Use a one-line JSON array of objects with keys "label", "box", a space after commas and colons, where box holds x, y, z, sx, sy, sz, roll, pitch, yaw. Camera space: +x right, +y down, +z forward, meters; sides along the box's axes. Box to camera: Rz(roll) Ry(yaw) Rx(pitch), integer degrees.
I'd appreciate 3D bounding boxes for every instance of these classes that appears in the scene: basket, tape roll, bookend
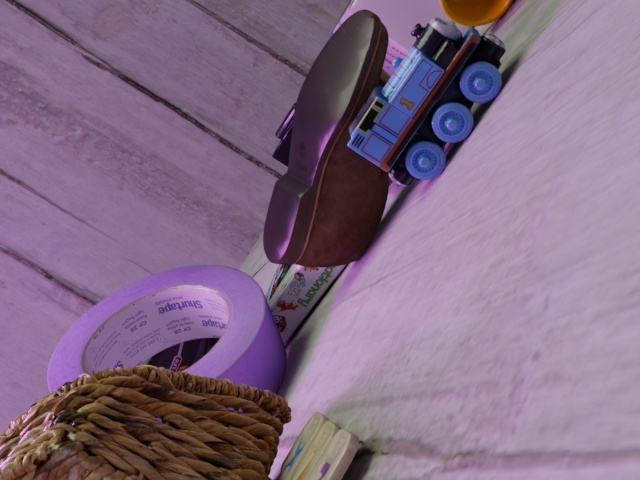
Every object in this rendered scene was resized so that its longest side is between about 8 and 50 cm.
[{"label": "basket", "box": [-0.194, 0.238, 0.820, 0.299, 0.214, 0.223, -55, 7, 23]}, {"label": "tape roll", "box": [-0.184, 0.146, 1.185, 0.275, 0.090, 0.274, -14, 31, 9]}, {"label": "bookend", "box": [-0.011, -0.130, 1.620, 0.072, 0.157, 0.156, -54, 7, 34]}]

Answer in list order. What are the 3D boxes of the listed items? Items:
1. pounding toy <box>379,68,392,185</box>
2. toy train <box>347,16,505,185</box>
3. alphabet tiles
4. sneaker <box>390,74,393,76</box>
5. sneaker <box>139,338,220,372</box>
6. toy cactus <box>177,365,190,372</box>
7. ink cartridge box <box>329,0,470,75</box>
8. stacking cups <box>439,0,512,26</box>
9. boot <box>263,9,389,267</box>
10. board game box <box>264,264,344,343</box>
[{"label": "pounding toy", "box": [0.063, -0.129, 1.239, 0.130, 0.141, 0.100, -53, 24, -3]}, {"label": "toy train", "box": [0.110, -0.145, 1.014, 0.184, 0.105, 0.080, -56, 7, 20]}, {"label": "alphabet tiles", "box": [-0.055, 0.258, 0.722, 0.278, 0.021, 0.284, -58, 7, -9]}, {"label": "sneaker", "box": [0.047, -0.183, 1.496, 0.221, 0.083, 0.087, -26, 17, 42]}, {"label": "sneaker", "box": [-0.186, 0.175, 1.563, 0.483, 0.202, 0.185, 45, -140, -83]}, {"label": "toy cactus", "box": [-0.155, 0.249, 1.284, 0.219, 0.112, 0.180, 168, 115, -78]}, {"label": "ink cartridge box", "box": [0.137, -0.356, 1.511, 0.168, 0.171, 0.233, -58, 6, -1]}, {"label": "stacking cups", "box": [0.194, -0.410, 1.319, 0.096, 0.096, 0.316, -53, 24, 37]}, {"label": "boot", "box": [0.031, -0.111, 1.131, 0.112, 0.115, 0.305, 48, 124, 59]}, {"label": "board game box", "box": [0.000, 0.000, 1.379, 0.193, 0.053, 0.305, -54, 8, 29]}]
